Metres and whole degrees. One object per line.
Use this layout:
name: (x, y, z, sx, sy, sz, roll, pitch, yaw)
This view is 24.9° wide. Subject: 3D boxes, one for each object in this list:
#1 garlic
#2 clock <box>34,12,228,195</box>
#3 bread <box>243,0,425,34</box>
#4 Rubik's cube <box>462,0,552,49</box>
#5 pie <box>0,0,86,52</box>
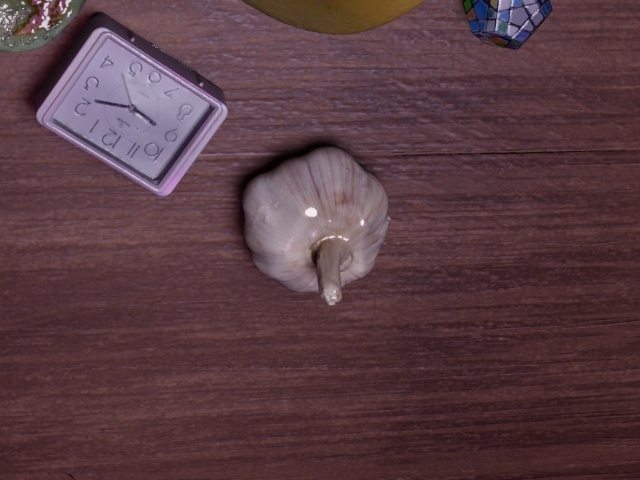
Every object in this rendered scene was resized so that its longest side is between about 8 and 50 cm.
garlic: (0.000, 0.000, 1.807, 0.199, 0.226, 0.199, -4, 119, -7)
clock: (-0.229, -0.165, 1.771, 0.197, 0.063, 0.150, 32, 105, -23)
bread: (-0.020, -0.399, 1.552, 0.348, 0.253, 0.376, -12, 137, 38)
Rubik's cube: (0.232, -0.289, 1.796, 0.111, 0.093, 0.111, -5, 117, -11)
pie: (-0.372, -0.328, 1.672, 0.240, 0.054, 0.240, -5, 115, -11)
